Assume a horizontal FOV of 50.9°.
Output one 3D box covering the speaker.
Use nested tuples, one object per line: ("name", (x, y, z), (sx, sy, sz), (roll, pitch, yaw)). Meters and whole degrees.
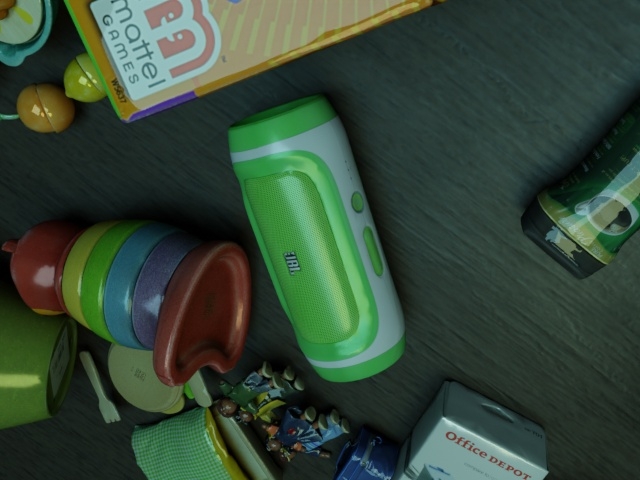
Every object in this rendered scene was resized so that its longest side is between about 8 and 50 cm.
("speaker", (0.000, 0.000, 0.734), (0.131, 0.131, 0.296), (-13, 107, 20))

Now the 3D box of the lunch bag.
("lunch bag", (0.054, 0.292, 0.867), (0.065, 0.067, 0.098), (27, 115, 3))

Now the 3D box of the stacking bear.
("stacking bear", (-0.245, 0.050, 0.809), (0.289, 0.175, 0.164), (12, 92, 21))

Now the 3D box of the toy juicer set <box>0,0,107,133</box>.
("toy juicer set", (-0.305, -0.241, 0.708), (0.209, 0.089, 0.329), (38, 128, -4))

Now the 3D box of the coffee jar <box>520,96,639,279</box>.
("coffee jar", (0.290, -0.050, 0.659), (0.096, 0.079, 0.184), (39, 115, -6))

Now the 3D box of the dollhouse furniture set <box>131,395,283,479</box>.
("dollhouse furniture set", (-0.141, 0.387, 0.912), (0.197, 0.151, 0.301), (-27, 102, 23))

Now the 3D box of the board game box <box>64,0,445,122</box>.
("board game box", (0.010, -0.327, 0.446), (0.356, 0.356, 0.356), (-19, 105, 11))

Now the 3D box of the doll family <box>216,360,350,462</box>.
("doll family", (-0.052, 0.231, 0.870), (0.111, 0.076, 0.193), (-39, 100, 20))

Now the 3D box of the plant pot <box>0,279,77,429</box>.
("plant pot", (-0.482, 0.144, 0.868), (0.293, 0.275, 0.274), (8, 114, -5))

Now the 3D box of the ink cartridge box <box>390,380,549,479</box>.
("ink cartridge box", (0.169, 0.290, 0.828), (0.140, 0.082, 0.190), (27, 117, 4))

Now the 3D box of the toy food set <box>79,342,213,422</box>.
("toy food set", (-0.235, 0.180, 0.925), (0.192, 0.038, 0.132), (-15, 99, 26))
